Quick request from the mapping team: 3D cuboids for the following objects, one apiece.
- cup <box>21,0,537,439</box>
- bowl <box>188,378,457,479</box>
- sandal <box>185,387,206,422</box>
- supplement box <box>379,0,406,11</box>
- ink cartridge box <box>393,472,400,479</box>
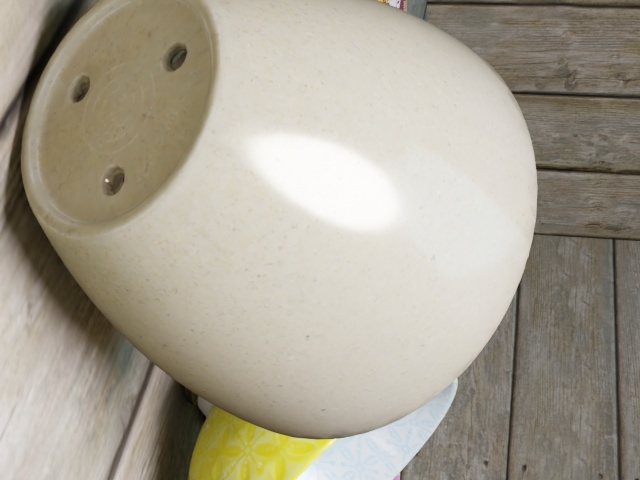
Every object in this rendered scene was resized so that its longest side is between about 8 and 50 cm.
[{"bbox_3d":[-0.054,-0.048,0.657,0.237,0.331,0.331,27,64,-50],"label":"cup"},{"bbox_3d":[-0.026,0.177,0.921,0.289,0.156,0.289,-37,155,-20],"label":"bowl"},{"bbox_3d":[-0.103,0.158,1.019,0.180,0.049,0.072,80,18,-50],"label":"sandal"},{"bbox_3d":[-0.025,-0.217,0.913,0.191,0.194,0.129,-67,158,-58],"label":"supplement box"},{"bbox_3d":[0.007,0.430,1.259,0.371,0.176,0.069,-81,172,-46],"label":"ink cartridge box"}]
